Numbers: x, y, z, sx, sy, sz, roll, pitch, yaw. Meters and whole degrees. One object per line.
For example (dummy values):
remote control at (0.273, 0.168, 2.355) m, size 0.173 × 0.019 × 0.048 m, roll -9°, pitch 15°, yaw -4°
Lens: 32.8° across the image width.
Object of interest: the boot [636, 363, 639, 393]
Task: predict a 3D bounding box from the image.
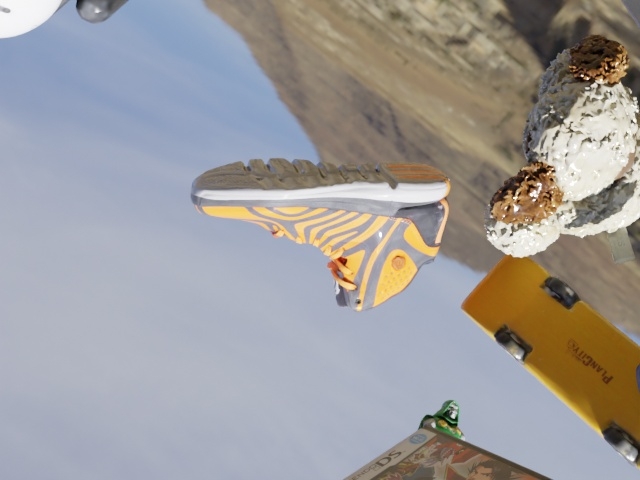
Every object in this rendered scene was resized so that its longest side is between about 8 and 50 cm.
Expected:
boot at (0.371, 0.183, 1.054) m, size 0.069 × 0.086 × 0.190 m, roll -1°, pitch -123°, yaw -17°

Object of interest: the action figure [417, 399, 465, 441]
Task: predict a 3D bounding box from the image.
action figure at (0.172, 0.339, 1.584) m, size 0.137 × 0.063 × 0.232 m, roll 28°, pitch -124°, yaw -25°

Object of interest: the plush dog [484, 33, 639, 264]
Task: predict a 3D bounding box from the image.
plush dog at (0.293, -0.096, 1.196) m, size 0.211 × 0.262 × 0.225 m, roll 23°, pitch 179°, yaw 30°

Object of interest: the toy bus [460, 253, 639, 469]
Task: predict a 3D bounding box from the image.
toy bus at (0.314, 0.147, 1.282) m, size 0.333 × 0.108 × 0.130 m, roll 43°, pitch -179°, yaw 38°

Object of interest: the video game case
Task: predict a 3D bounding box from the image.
video game case at (0.139, 0.341, 1.374) m, size 0.275 × 0.248 × 0.035 m, roll 15°, pitch 124°, yaw 52°

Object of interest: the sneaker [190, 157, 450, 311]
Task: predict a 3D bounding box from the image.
sneaker at (0.000, 0.000, 1.328) m, size 0.321 × 0.180 × 0.124 m, roll 2°, pitch -158°, yaw -9°

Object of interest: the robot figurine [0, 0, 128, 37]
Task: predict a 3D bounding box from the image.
robot figurine at (-0.290, -0.313, 1.059) m, size 0.209 × 0.173 × 0.278 m, roll 4°, pitch -144°, yaw 14°

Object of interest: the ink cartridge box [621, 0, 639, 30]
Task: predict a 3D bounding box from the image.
ink cartridge box at (0.493, -0.396, 1.482) m, size 0.088 × 0.193 × 0.234 m, roll 20°, pitch -144°, yaw -29°
